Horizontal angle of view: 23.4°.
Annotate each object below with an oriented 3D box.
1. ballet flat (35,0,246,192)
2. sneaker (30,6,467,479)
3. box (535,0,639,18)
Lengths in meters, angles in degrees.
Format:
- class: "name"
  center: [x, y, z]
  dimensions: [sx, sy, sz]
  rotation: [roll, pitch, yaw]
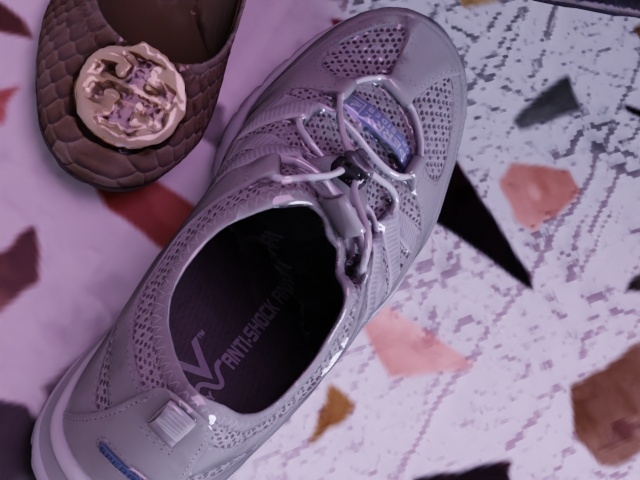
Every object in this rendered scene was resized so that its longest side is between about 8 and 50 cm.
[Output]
- class: "ballet flat"
  center: [-0.057, -0.132, 0.688]
  dimensions: [0.084, 0.058, 0.249]
  rotation: [30, 58, -15]
- class: "sneaker"
  center: [0.000, 0.000, 0.627]
  dimensions: [0.105, 0.115, 0.281]
  rotation: [38, 56, -11]
- class: "box"
  center: [0.305, -0.330, 0.707]
  dimensions: [0.472, 0.297, 0.479]
  rotation: [-1, 106, -33]
